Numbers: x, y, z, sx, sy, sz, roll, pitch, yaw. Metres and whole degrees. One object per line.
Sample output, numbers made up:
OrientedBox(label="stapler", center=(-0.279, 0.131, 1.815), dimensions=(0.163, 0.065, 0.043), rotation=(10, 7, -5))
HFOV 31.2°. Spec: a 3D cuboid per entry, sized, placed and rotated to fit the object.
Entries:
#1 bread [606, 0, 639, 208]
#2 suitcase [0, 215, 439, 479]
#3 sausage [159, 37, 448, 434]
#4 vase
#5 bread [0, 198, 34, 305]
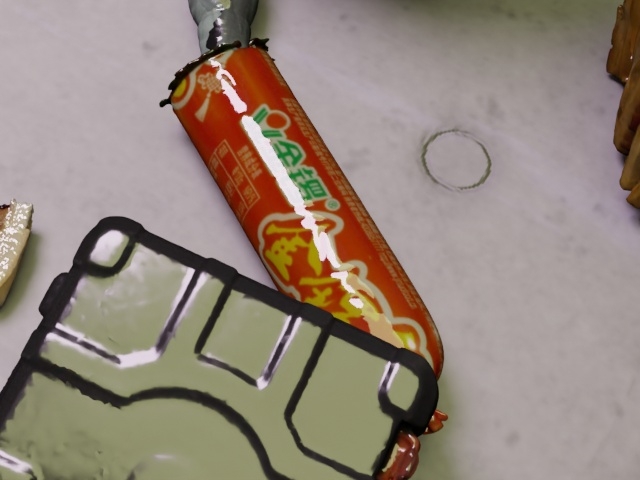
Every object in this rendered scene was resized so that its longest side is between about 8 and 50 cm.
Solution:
OrientedBox(label="bread", center=(0.315, -0.174, 0.707), dimensions=(0.324, 0.277, 0.167), rotation=(-26, 64, -16))
OrientedBox(label="suitcase", center=(-0.084, 0.150, 0.559), dimensions=(0.206, 0.066, 0.286), rotation=(24, 75, 6))
OrientedBox(label="sausage", center=(0.000, 0.000, 0.677), dimensions=(0.083, 0.083, 0.264), rotation=(-24, 69, -19))
OrientedBox(label="vase", center=(-0.067, -0.202, 0.778), dimensions=(0.059, 0.060, 0.212), rotation=(1, 62, -8))
OrientedBox(label="bread", center=(-0.214, 0.002, 0.665), dimensions=(0.083, 0.035, 0.070), rotation=(17, 63, -3))
